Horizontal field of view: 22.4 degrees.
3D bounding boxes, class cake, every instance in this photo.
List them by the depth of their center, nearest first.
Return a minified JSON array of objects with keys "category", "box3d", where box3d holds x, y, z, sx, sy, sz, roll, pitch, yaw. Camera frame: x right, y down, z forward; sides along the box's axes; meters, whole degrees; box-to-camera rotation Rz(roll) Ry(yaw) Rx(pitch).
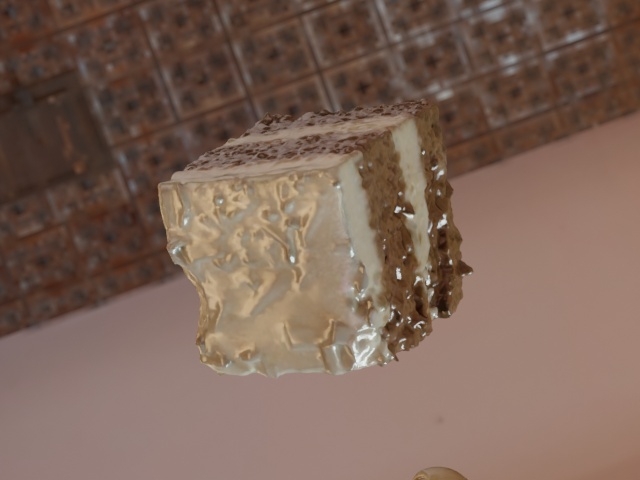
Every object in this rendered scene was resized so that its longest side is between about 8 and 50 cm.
[{"category":"cake","box3d":[0.000,0.000,0.927,0.147,0.134,0.135,-40,121,-65]}]

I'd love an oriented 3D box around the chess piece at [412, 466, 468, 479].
[{"category":"chess piece","box3d":[0.095,0.225,1.309,0.083,0.038,0.084,-174,-90,-74]}]
